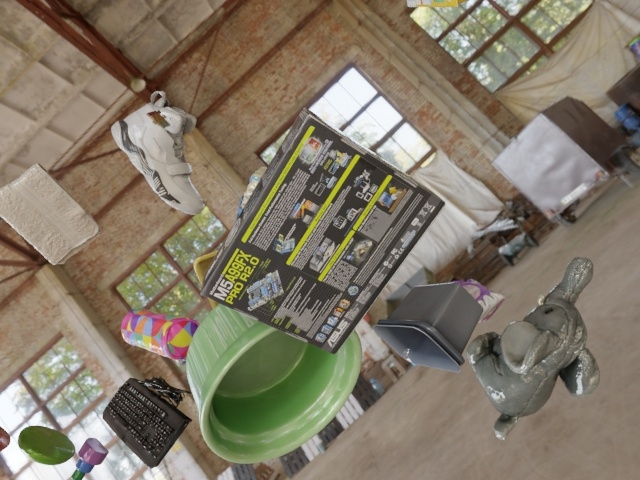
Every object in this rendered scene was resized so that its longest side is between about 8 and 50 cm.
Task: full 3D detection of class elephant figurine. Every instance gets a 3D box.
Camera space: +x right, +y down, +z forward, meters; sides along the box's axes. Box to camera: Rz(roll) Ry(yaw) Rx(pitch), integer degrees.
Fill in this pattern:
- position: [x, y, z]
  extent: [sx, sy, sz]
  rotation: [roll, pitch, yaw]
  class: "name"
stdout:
- position: [0.358, 0.174, 0.719]
  extent: [0.169, 0.186, 0.239]
  rotation: [-13, -29, -29]
  class: "elephant figurine"

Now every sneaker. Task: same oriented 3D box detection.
- position: [0.306, 0.143, 0.999]
  extent: [0.236, 0.105, 0.095]
  rotation: [-10, -43, -39]
  class: "sneaker"
- position: [-0.443, -0.264, 1.349]
  extent: [0.210, 0.366, 0.137]
  rotation: [-38, 6, 14]
  class: "sneaker"

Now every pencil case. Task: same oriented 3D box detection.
- position: [-0.372, 0.216, 1.040]
  extent: [0.236, 0.105, 0.104]
  rotation: [2, 25, 42]
  class: "pencil case"

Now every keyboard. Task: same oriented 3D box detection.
- position: [-0.255, 0.235, 0.633]
  extent: [0.192, 0.038, 0.100]
  rotation: [6, 51, 45]
  class: "keyboard"

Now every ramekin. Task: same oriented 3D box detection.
- position: [-0.088, 0.224, 0.798]
  extent: [0.303, 0.148, 0.304]
  rotation: [-17, -57, -27]
  class: "ramekin"

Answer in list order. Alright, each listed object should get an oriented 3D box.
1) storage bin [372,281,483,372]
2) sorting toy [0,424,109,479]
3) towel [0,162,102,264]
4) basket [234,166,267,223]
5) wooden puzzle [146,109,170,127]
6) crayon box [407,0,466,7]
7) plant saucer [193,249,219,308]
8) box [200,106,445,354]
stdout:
- position: [0.153, 0.113, 0.599]
  extent: [0.091, 0.098, 0.135]
  rotation: [-49, 10, -20]
  class: "storage bin"
- position: [-0.660, 0.496, 0.986]
  extent: [0.126, 0.127, 0.365]
  rotation: [-59, -40, -10]
  class: "sorting toy"
- position: [-0.835, -0.071, 1.363]
  extent: [0.187, 0.282, 0.049]
  rotation: [-40, 32, -11]
  class: "towel"
- position: [-0.165, -0.088, 1.510]
  extent: [0.201, 0.254, 0.289]
  rotation: [-74, -4, -65]
  class: "basket"
- position: [-0.402, -0.300, 1.106]
  extent: [0.006, 0.049, 0.083]
  rotation: [-41, 13, 20]
  class: "wooden puzzle"
- position: [0.302, -0.718, 1.143]
  extent: [0.083, 0.203, 0.323]
  rotation: [-20, 30, -1]
  class: "crayon box"
- position: [-0.092, 0.110, 1.072]
  extent: [0.332, 0.333, 0.081]
  rotation: [-21, 28, -8]
  class: "plant saucer"
- position: [0.000, 0.000, 0.595]
  extent: [0.270, 0.216, 0.060]
  rotation: [-57, 19, 15]
  class: "box"
